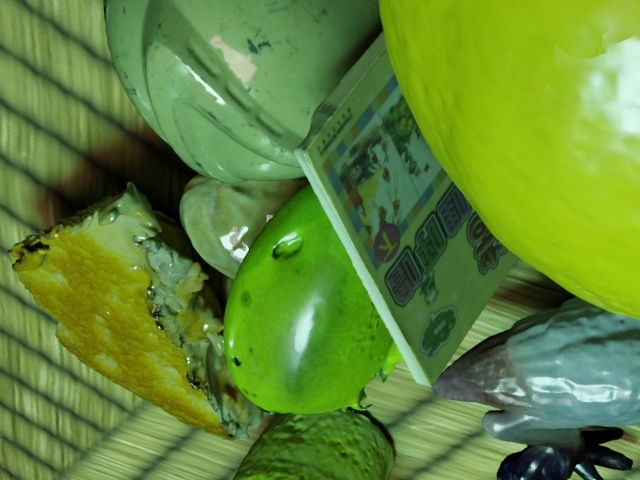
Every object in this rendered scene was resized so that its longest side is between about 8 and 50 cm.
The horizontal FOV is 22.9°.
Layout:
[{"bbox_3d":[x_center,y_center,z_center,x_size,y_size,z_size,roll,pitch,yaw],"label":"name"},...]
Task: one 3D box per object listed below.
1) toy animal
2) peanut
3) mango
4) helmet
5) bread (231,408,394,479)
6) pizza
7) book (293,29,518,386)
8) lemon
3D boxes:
[{"bbox_3d":[0.212,0.079,1.034,0.195,0.090,0.324,19,141,-34],"label":"toy animal"},{"bbox_3d":[0.000,0.000,1.054,0.194,0.083,0.093,20,109,-2],"label":"peanut"},{"bbox_3d":[0.005,0.028,0.965,0.100,0.119,0.178,42,120,35],"label":"mango"},{"bbox_3d":[-0.053,-0.119,0.906,0.204,0.137,0.257,-13,128,35],"label":"helmet"},{"bbox_3d":[-0.009,0.195,1.241,0.129,0.114,0.111,5,135,22],"label":"bread"},{"bbox_3d":[-0.133,0.039,1.135,0.189,0.071,0.297,23,156,23],"label":"pizza"},{"bbox_3d":[0.068,-0.039,0.918,0.013,0.168,0.192,9,141,41],"label":"book"},{"bbox_3d":[0.181,-0.121,0.655,0.348,0.348,0.348,13,139,12],"label":"lemon"}]
